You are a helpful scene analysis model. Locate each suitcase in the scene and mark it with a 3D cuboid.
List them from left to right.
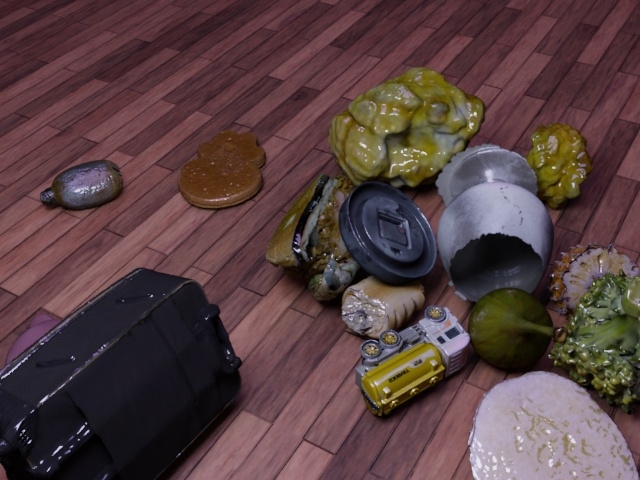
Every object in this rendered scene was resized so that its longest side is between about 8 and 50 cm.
[{"bbox_3d":[-0.326,0.252,1.226,0.194,0.283,0.434,10,40,41],"label":"suitcase"}]

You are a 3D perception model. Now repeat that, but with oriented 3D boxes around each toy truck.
[{"bbox_3d":[0.162,0.216,1.380,0.227,0.098,0.114,-26,50,-22],"label":"toy truck"}]

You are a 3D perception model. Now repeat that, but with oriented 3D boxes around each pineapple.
[{"bbox_3d":[0.512,0.081,1.511,0.176,0.161,0.137,-12,5,-6],"label":"pineapple"}]

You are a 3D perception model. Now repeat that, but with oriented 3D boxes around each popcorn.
[{"bbox_3d":[0.182,-0.261,1.774,0.334,0.293,0.292,-8,40,-8],"label":"popcorn"},{"bbox_3d":[0.525,-0.170,1.751,0.156,0.197,0.197,21,44,2],"label":"popcorn"}]

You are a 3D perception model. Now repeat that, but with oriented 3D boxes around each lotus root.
[{"bbox_3d":[-0.553,-0.125,1.807,0.192,0.088,0.113,-19,50,-18],"label":"lotus root"}]

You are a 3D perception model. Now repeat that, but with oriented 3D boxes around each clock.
[{"bbox_3d":[0.130,-0.013,1.502,0.215,0.042,0.215,21,48,-26],"label":"clock"}]

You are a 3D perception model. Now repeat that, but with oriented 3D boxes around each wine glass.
[{"bbox_3d":[0.343,-0.030,1.561,0.238,0.238,0.323,5,33,8],"label":"wine glass"}]

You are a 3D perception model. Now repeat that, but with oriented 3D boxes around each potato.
[{"bbox_3d":[0.347,0.359,1.196,0.239,0.116,0.299,-18,54,-9],"label":"potato"}]

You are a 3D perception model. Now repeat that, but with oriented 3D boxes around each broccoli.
[{"bbox_3d":[0.488,0.152,1.337,0.180,0.273,0.242,5,56,37],"label":"broccoli"}]

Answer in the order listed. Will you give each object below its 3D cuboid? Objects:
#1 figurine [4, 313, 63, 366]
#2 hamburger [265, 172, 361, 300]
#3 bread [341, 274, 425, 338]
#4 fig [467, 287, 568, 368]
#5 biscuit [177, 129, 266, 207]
[{"bbox_3d":[-0.462,0.220,1.352,0.173,0.173,0.173,-1,41,1],"label":"figurine"},{"bbox_3d":[0.000,0.000,1.554,0.168,0.192,0.288,35,51,-11],"label":"hamburger"},{"bbox_3d":[0.123,0.120,1.493,0.119,0.084,0.177,35,44,31],"label":"bread"},{"bbox_3d":[0.335,0.161,1.332,0.151,0.151,0.259,1,2,3],"label":"fig"},{"bbox_3d":[-0.232,-0.173,1.880,0.202,0.044,0.288,4,40,6],"label":"biscuit"}]
